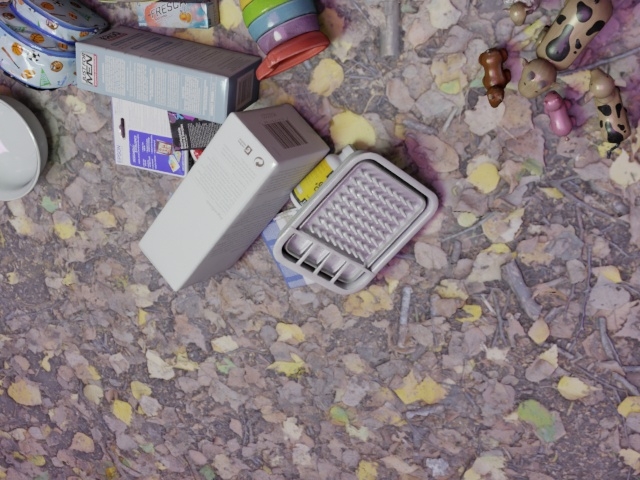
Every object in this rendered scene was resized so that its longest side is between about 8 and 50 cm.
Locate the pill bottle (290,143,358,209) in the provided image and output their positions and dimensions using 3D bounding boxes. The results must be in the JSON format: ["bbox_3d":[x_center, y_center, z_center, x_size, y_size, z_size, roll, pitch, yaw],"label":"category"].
[{"bbox_3d":[0.025,-0.133,1.808,0.103,0.103,0.184,45,104,-4],"label":"pill bottle"}]

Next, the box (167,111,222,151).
[{"bbox_3d":[-0.280,-0.278,1.882,0.162,0.029,0.116,-5,115,0],"label":"box"}]

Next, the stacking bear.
[{"bbox_3d":[-0.109,-0.514,1.657,0.164,0.175,0.289,-26,95,-15],"label":"stacking bear"}]

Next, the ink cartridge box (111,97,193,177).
[{"bbox_3d":[-0.417,-0.274,1.957,0.208,0.045,0.206,12,118,13],"label":"ink cartridge box"}]

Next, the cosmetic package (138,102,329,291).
[{"bbox_3d":[-0.208,-0.099,1.842,0.161,0.230,0.453,49,122,11],"label":"cosmetic package"}]

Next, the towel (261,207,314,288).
[{"bbox_3d":[0.000,0.000,1.940,0.285,0.034,0.209,-18,107,28],"label":"towel"}]

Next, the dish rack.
[{"bbox_3d":[0.075,-0.045,1.778,0.285,0.072,0.333,30,112,-36],"label":"dish rack"}]

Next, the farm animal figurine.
[{"bbox_3d":[0.469,-0.340,1.507,0.330,0.172,0.327,20,121,11],"label":"farm animal figurine"}]

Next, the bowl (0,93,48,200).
[{"bbox_3d":[-0.829,-0.263,2.069,0.297,0.134,0.298,8,117,17],"label":"bowl"}]

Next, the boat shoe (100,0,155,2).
[{"bbox_3d":[-0.486,-0.587,1.744,0.324,0.097,0.117,5,123,-2],"label":"boat shoe"}]

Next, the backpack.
[{"bbox_3d":[-0.641,-0.463,1.821,0.276,0.263,0.213,29,122,6],"label":"backpack"}]

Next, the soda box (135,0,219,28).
[{"bbox_3d":[-0.325,-0.519,1.789,0.183,0.063,0.058,6,118,18],"label":"soda box"}]

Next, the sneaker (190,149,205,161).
[{"bbox_3d":[-0.272,-0.201,1.939,0.067,0.042,0.118,-14,115,29],"label":"sneaker"}]

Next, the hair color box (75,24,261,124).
[{"bbox_3d":[-0.344,-0.383,1.792,0.374,0.185,0.114,16,121,13],"label":"hair color box"}]
